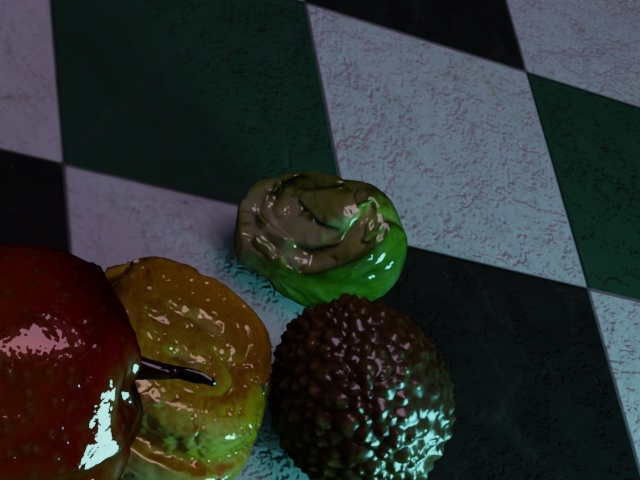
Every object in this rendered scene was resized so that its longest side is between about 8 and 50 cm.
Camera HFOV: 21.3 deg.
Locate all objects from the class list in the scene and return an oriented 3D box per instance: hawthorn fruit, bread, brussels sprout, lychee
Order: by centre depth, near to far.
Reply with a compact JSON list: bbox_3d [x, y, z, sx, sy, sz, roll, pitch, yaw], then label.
[{"bbox_3d":[-0.235,0.127,1.379,0.300,0.254,0.254,2,51,-3],"label":"hawthorn fruit"},{"bbox_3d":[-0.141,0.126,1.585,0.198,0.120,0.236,28,44,-20],"label":"bread"},{"bbox_3d":[0.039,0.154,1.659,0.200,0.238,0.200,-2,72,5],"label":"lychee"},{"bbox_3d":[0.002,0.002,1.791,0.183,0.145,0.131,3,73,14],"label":"brussels sprout"}]
